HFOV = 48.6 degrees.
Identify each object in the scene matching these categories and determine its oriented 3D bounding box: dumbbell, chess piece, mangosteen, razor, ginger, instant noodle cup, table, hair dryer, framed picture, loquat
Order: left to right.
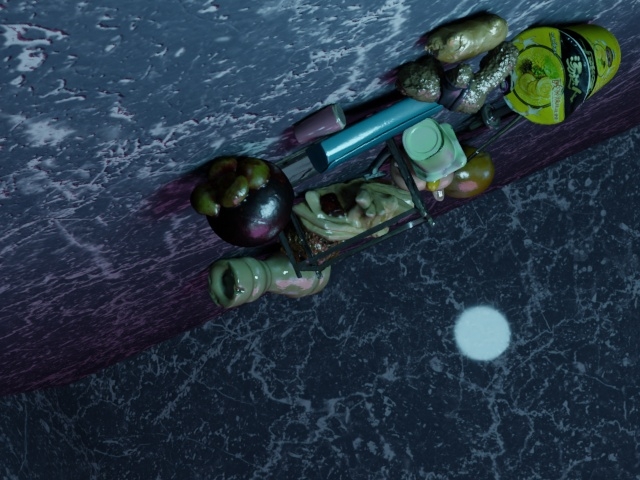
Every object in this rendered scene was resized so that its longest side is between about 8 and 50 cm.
[{"bbox_3d":[-0.155,-0.087,1.490,0.210,0.210,0.210,-24,171,-4],"label":"mangosteen"},{"bbox_3d":[-0.192,0.129,2.593,0.442,0.234,0.234,-11,164,-45],"label":"chess piece"},{"bbox_3d":[0.017,-0.241,1.498,0.106,0.054,0.154,-23,176,23],"label":"hair dryer"},{"bbox_3d":[0.061,-0.096,1.716,0.335,0.272,0.222,-26,170,11],"label":"table"},{"bbox_3d":[0.176,-0.227,2.010,0.068,0.037,0.191,-17,167,-17],"label":"razor"},{"bbox_3d":[0.463,-0.226,2.338,0.227,0.179,0.179,-12,168,-19],"label":"loquat"},{"bbox_3d":[0.283,-0.377,1.313,0.190,0.069,0.095,-22,-154,-20],"label":"ginger"},{"bbox_3d":[0.538,-0.324,2.110,0.347,0.016,0.265,-39,178,-14],"label":"framed picture"},{"bbox_3d":[0.511,-0.360,1.933,0.110,0.110,0.254,-15,174,-45],"label":"dumbbell"},{"bbox_3d":[0.550,-0.388,1.586,0.236,0.215,0.215,-27,175,-39],"label":"instant noodle cup"}]

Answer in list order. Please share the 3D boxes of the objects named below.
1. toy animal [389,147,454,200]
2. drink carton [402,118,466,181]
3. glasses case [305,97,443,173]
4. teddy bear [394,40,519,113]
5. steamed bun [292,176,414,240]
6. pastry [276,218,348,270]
[{"bbox_3d":[0.299,-0.207,2.078,0.149,0.165,0.248,-24,166,33],"label":"toy animal"},{"bbox_3d":[0.287,-0.248,1.884,0.144,0.146,0.142,-28,162,18],"label":"drink carton"},{"bbox_3d":[0.121,-0.239,1.517,0.301,0.070,0.117,-27,-174,-15],"label":"glasses case"},{"bbox_3d":[0.278,-0.315,1.409,0.251,0.129,0.182,-10,178,-5],"label":"teddy bear"},{"bbox_3d":[0.144,-0.104,2.102,0.428,0.247,0.189,-11,140,-43],"label":"steamed bun"},{"bbox_3d":[0.000,0.000,2.370,0.275,0.193,0.275,-24,170,-5],"label":"pastry"}]
